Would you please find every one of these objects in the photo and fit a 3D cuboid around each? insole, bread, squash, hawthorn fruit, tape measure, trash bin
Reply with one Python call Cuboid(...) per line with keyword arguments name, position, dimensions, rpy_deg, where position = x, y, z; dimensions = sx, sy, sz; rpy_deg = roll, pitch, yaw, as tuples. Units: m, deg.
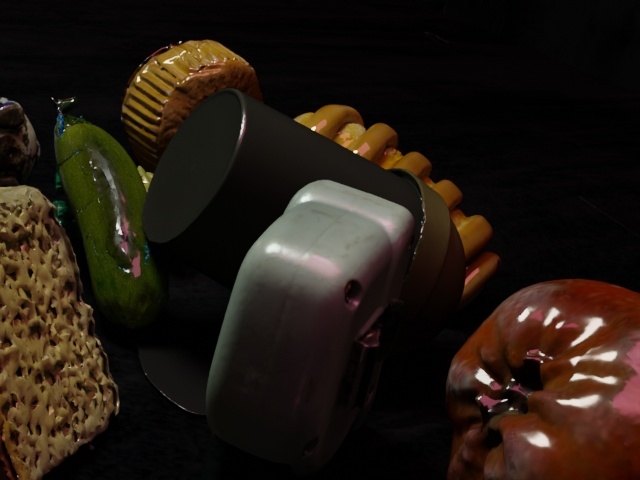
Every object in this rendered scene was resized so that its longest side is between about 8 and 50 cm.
Cuboid(name="insole", position=(-0.150, 0.108, 1.377), dimensions=(0.086, 0.005, 0.253), rpy_deg=(4, 23, -30))
Cuboid(name="bread", position=(0.085, -0.048, 1.683), dimensions=(0.311, 0.121, 0.173), rpy_deg=(43, 26, 5))
Cuboid(name="bread", position=(-0.359, 0.105, 1.147), dimensions=(0.315, 0.279, 0.248), rpy_deg=(-24, 7, 21))
Cuboid(name="squash", position=(-0.223, -0.037, 1.463), dimensions=(0.087, 0.087, 0.331), rpy_deg=(3, 42, -31))
Cuboid(name="bread", position=(-0.156, -0.156, 1.811), dimensions=(0.199, 0.199, 0.104), rpy_deg=(-4, 28, -43))
Cuboid(name="hawthorn fruit", position=(0.232, 0.162, 1.137), dimensions=(0.284, 0.284, 0.284), rpy_deg=(13, 20, -5))
Cuboid(name="tape measure", position=(-0.001, 0.088, 1.214), dimensions=(0.125, 0.243, 0.246), rpy_deg=(18, 27, 12))
Cuboid(name="trash bin", position=(0.000, 0.000, 1.434), dimensions=(0.333, 0.214, 0.214), rpy_deg=(27, 13, -27))

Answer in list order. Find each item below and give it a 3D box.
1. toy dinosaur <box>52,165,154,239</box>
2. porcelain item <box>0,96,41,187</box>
Cuboid(name="toy dinosaur", position=(-0.246, -0.055, 1.631), dimensions=(0.153, 0.094, 0.259), rpy_deg=(4, 18, -20))
Cuboid(name="porcelain item", position=(-0.458, -0.114, 1.569), dimensions=(0.186, 0.138, 0.288), rpy_deg=(18, 15, 40))
